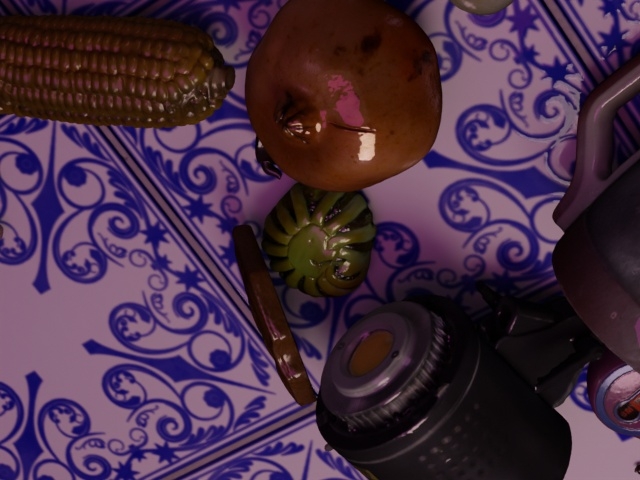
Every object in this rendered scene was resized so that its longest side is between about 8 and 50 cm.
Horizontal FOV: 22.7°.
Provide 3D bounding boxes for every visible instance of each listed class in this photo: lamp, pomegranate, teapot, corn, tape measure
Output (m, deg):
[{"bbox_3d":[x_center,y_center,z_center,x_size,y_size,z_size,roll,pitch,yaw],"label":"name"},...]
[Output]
[{"bbox_3d":[0.121,0.201,1.723,0.272,0.205,0.374,23,101,-27],"label":"lamp"},{"bbox_3d":[0.021,-0.152,1.596,0.209,0.209,0.209,6,119,10],"label":"pomegranate"},{"bbox_3d":[-0.043,-0.116,1.703,0.045,0.068,0.100,10,86,4],"label":"teapot"},{"bbox_3d":[-0.266,-0.184,1.689,0.363,0.120,0.120,7,120,13],"label":"corn"},{"bbox_3d":[0.387,-0.051,1.570,0.315,0.233,0.312,48,114,17],"label":"teapot"},{"bbox_3d":[0.356,0.159,1.755,0.125,0.074,0.118,40,114,-16],"label":"tape measure"}]

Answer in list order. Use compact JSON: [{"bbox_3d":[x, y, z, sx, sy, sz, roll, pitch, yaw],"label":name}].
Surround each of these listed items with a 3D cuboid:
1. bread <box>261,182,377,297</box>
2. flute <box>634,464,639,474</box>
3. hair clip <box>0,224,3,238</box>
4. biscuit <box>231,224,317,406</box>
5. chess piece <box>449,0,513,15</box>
[{"bbox_3d":[0.000,0.000,1.753,0.130,0.071,0.139,32,121,0],"label":"bread"},{"bbox_3d":[0.486,0.233,1.798,0.269,0.014,0.014,-15,114,21],"label":"flute"},{"bbox_3d":[-0.461,-0.098,1.806,0.173,0.069,0.300,3,129,13],"label":"hair clip"},{"bbox_3d":[-0.050,0.098,1.759,0.034,0.182,0.215,-21,118,-1],"label":"biscuit"},{"bbox_3d":[0.102,-0.315,1.528,0.133,0.133,0.243,-37,110,27],"label":"chess piece"}]
